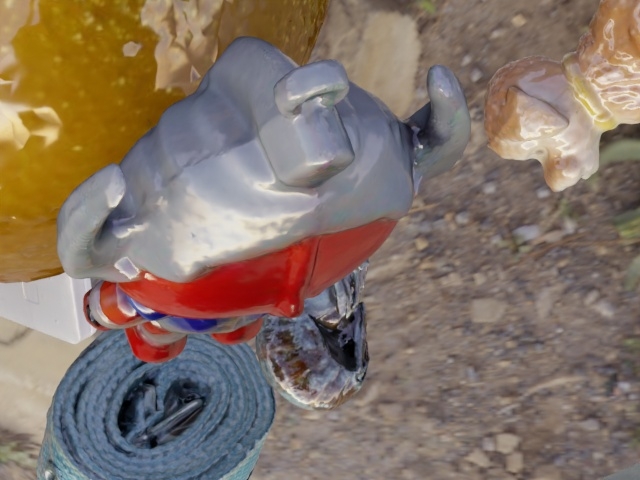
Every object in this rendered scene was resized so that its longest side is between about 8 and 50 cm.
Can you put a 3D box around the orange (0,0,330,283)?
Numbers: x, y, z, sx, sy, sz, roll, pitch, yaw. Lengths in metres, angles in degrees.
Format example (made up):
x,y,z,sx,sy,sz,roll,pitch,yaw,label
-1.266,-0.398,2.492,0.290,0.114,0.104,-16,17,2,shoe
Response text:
x,y,z,sx,sy,sz,roll,pitch,yaw,label
-0.119,-0.120,0.520,0.274,0.274,0.274,2,82,-13,orange

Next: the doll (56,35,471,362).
x,y,z,sx,sy,sz,roll,pitch,yaw,label
-0.020,-0.005,0.413,0.104,0.195,0.062,5,71,-12,doll

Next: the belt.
x,y,z,sx,sy,sz,roll,pitch,yaw,label
-0.111,0.128,1.009,0.163,0.082,0.147,-10,49,-30,belt

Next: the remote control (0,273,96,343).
x,y,z,sx,sy,sz,roll,pitch,yaw,label
-0.339,0.031,1.595,0.034,0.250,0.103,-35,130,-45,remote control

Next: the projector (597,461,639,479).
x,y,z,sx,sy,sz,roll,pitch,yaw,label
0.144,0.168,0.384,0.259,0.079,0.257,-26,107,14,projector

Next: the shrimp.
x,y,z,sx,sy,sz,roll,pitch,yaw,label
0.000,0.000,0.986,0.079,0.090,0.233,20,59,-27,shrimp

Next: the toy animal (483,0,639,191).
x,y,z,sx,sy,sz,roll,pitch,yaw,label
0.179,-0.134,1.006,0.185,0.104,0.184,-18,127,22,toy animal
